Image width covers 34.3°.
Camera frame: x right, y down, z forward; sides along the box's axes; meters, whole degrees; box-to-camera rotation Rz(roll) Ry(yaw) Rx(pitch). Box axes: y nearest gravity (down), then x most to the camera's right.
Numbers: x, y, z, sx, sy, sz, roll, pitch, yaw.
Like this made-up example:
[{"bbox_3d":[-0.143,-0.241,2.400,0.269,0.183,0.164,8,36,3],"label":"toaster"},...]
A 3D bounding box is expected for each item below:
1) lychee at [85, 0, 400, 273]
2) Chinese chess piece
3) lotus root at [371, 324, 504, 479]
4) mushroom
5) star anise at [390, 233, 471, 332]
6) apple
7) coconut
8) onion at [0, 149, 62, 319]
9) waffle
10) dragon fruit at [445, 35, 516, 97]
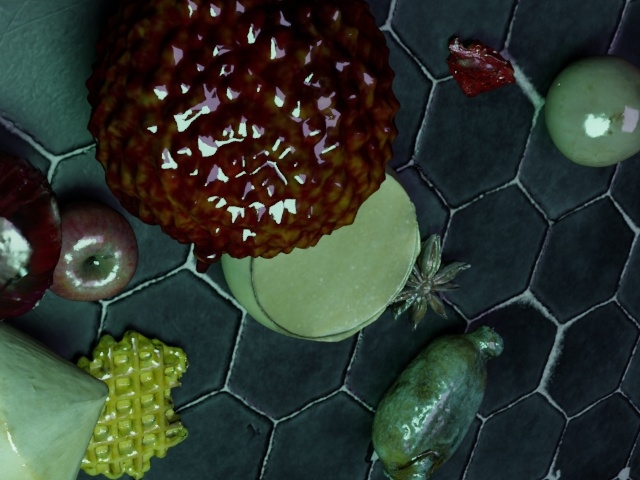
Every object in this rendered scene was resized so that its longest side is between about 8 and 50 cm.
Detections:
[{"bbox_3d":[-0.106,-0.162,1.407,0.425,0.424,0.499,-4,119,-29],"label":"lychee"},{"bbox_3d":[0.000,0.000,1.709,0.338,0.140,0.338,-12,115,-26],"label":"Chinese chess piece"},{"bbox_3d":[0.214,0.300,1.963,0.175,0.175,0.349,32,89,-36],"label":"lotus root"},{"bbox_3d":[0.513,-0.238,1.893,0.204,0.204,0.204,-12,117,-25],"label":"mushroom"},{"bbox_3d":[0.176,0.073,1.893,0.182,0.065,0.195,13,109,-29],"label":"star anise"},{"bbox_3d":[-0.347,0.013,1.523,0.153,0.120,0.153,-11,119,-20],"label":"apple"},{"bbox_3d":[-0.454,0.265,1.467,0.329,0.329,0.328,-12,117,-25],"label":"coconut"},{"bbox_3d":[-0.456,-0.014,1.403,0.252,0.219,0.252,4,104,16],"label":"onion"},{"bbox_3d":[-0.320,0.272,1.698,0.291,0.051,0.291,-12,119,-23],"label":"waffle"},{"bbox_3d":[0.278,-0.306,1.777,0.097,0.063,0.131,-45,126,-6],"label":"dragon fruit"}]
